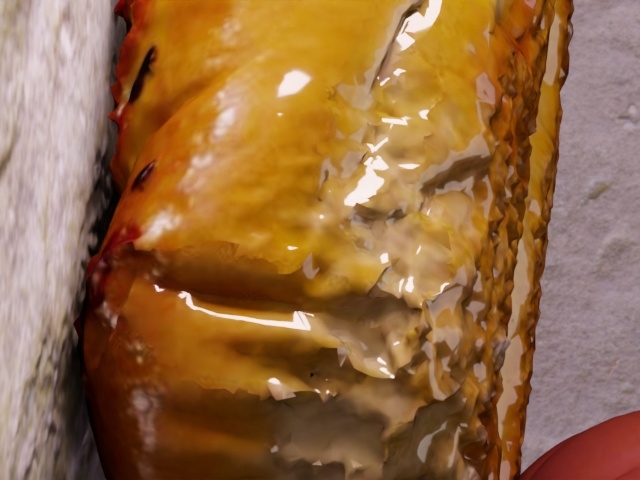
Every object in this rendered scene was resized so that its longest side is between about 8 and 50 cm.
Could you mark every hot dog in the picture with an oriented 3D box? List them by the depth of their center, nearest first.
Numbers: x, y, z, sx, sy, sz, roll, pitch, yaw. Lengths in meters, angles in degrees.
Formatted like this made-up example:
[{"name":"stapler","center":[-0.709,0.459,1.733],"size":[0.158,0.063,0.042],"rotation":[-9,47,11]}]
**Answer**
[{"name":"hot dog","center":[0.007,0.002,0.872],"size":[0.367,0.196,0.365],"rotation":[57,35,-68]}]

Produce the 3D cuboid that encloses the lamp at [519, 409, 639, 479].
[{"name":"lamp","center":[0.186,0.225,0.928],"size":[0.303,0.257,0.303],"rotation":[170,-90,-78]}]
